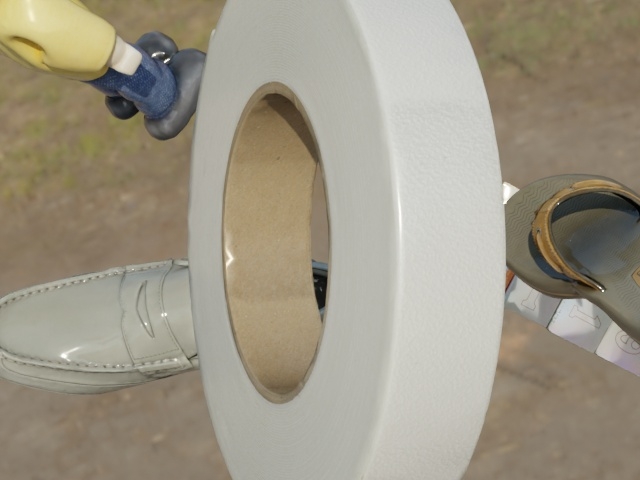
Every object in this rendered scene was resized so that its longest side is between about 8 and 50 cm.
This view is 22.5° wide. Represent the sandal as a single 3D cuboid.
[{"bbox_3d":[0.168,0.003,0.986,0.090,0.060,0.219,-47,28,2],"label":"sandal"}]

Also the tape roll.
[{"bbox_3d":[0.000,0.000,1.048,0.072,0.392,0.392,-2,16,-22],"label":"tape roll"}]

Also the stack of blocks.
[{"bbox_3d":[0.248,0.053,1.338,0.087,0.297,0.171,-61,4,4],"label":"stack of blocks"}]

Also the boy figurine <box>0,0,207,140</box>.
[{"bbox_3d":[-0.214,-0.174,1.210,0.177,0.285,0.092,29,87,44],"label":"boy figurine"}]

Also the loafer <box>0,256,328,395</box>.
[{"bbox_3d":[-0.124,0.059,1.338,0.319,0.112,0.111,-7,-22,-16],"label":"loafer"}]
